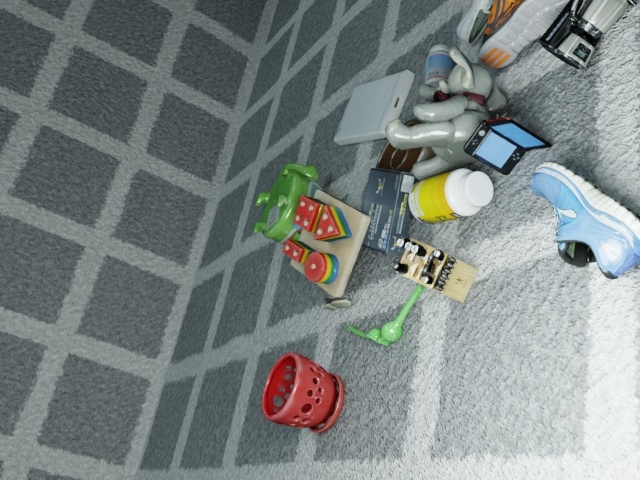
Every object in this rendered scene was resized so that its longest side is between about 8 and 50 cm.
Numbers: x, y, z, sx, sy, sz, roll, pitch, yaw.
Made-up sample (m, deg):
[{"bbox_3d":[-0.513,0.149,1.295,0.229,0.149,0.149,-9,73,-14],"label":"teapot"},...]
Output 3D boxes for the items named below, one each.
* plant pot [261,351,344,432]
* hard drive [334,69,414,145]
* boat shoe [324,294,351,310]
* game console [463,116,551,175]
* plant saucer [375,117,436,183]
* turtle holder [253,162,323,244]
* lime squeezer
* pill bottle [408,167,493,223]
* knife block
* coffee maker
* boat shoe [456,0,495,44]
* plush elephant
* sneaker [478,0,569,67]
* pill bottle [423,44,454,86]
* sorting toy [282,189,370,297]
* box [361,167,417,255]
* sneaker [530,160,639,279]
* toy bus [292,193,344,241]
[{"bbox_3d":[-0.042,0.418,1.884,0.191,0.174,0.191,-45,32,38],"label":"plant pot"},{"bbox_3d":[0.179,-0.455,2.408,0.353,0.047,0.233,6,73,65],"label":"hard drive"},{"bbox_3d":[0.053,0.179,2.075,0.137,0.049,0.043,-26,43,62],"label":"boat shoe"},{"bbox_3d":[0.421,-0.210,1.567,0.124,0.144,0.085,-56,25,20],"label":"game console"},{"bbox_3d":[0.250,-0.241,2.066,0.310,0.050,0.311,-47,30,38],"label":"plant saucer"},{"bbox_3d":[-0.089,-0.118,2.418,0.243,0.227,0.320,-56,25,22],"label":"turtle holder"},{"bbox_3d":[0.157,0.221,1.791,0.310,0.059,0.110,-38,54,47],"label":"lime squeezer"},{"bbox_3d":[0.322,-0.110,1.708,0.215,0.117,0.117,-13,56,61],"label":"pill bottle"},{"bbox_3d":[0.226,0.050,1.601,0.088,0.242,0.275,-64,24,0],"label":"knife block"},{"bbox_3d":[0.588,-0.486,1.550,0.178,0.120,0.171,-55,3,20],"label":"coffee maker"},{"bbox_3d":[0.477,-0.665,1.979,0.226,0.083,0.076,-64,33,33],"label":"boat shoe"},{"bbox_3d":[0.336,-0.332,1.723,0.330,0.272,0.255,-14,62,30],"label":"plush elephant"},{"bbox_3d":[0.518,-0.595,1.753,0.321,0.124,0.180,-32,42,51],"label":"sneaker"},{"bbox_3d":[0.351,-0.501,2.050,0.087,0.087,0.160,-35,38,49],"label":"pill bottle"},{"bbox_3d":[0.000,0.000,2.062,0.255,0.089,0.257,33,107,49],"label":"sorting toy"},{"bbox_3d":[0.185,-0.084,1.964,0.183,0.059,0.233,23,102,65],"label":"box"},{"bbox_3d":[0.481,-0.039,1.308,0.147,0.129,0.330,-55,26,16],"label":"sneaker"},{"bbox_3d":[0.024,-0.046,2.261,0.104,0.202,0.191,34,92,35],"label":"toy bus"}]
